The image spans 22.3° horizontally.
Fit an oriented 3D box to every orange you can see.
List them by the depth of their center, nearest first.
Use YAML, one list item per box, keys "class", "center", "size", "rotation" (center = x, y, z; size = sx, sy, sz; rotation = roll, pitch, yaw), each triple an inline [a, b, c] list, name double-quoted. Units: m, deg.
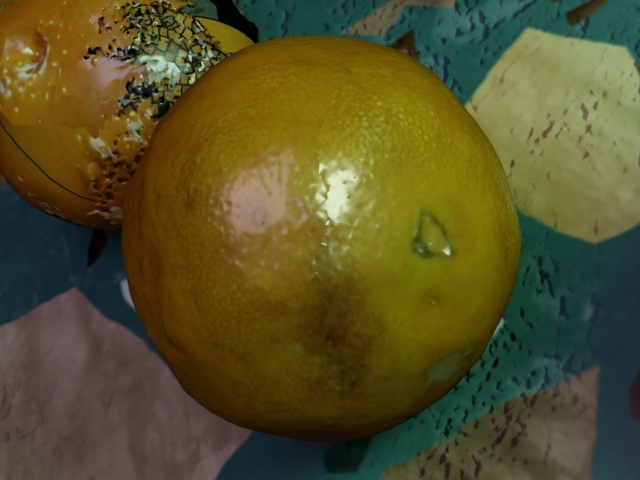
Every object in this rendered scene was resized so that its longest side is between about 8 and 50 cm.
- class: "orange"
  center: [0.000, 0.000, 1.047]
  size: [0.261, 0.261, 0.261]
  rotation: [-11, 66, 25]
- class: "orange"
  center: [-0.158, -0.120, 1.235]
  size: [0.234, 0.182, 0.235]
  rotation: [-4, 82, 31]
